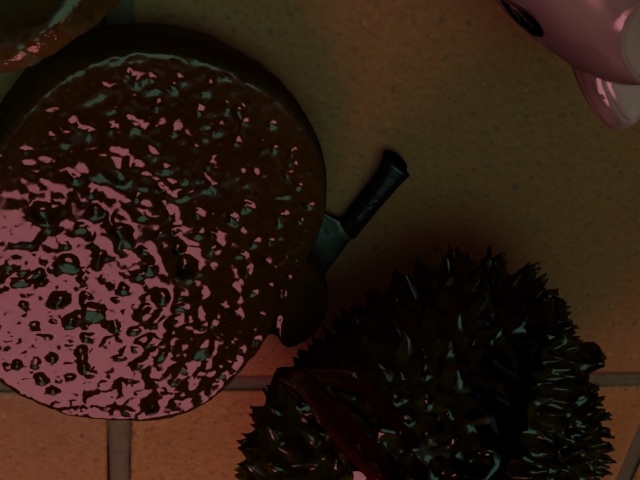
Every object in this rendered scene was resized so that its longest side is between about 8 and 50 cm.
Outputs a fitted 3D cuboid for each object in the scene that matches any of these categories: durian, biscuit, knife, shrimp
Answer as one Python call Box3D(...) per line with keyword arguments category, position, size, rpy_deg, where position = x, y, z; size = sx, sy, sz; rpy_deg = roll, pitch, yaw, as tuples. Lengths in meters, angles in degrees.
Box3D(category="durian", position=(0.099, 0.200, 0.745), size=(0.384, 0.348, 0.348), rpy_deg=(-29, 122, 2))
Box3D(category="biscuit", position=(-0.148, 0.007, 0.728), size=(0.350, 0.070, 0.394), rpy_deg=(24, 114, -26))
Box3D(category="knife", position=(0.000, 0.000, 0.782), size=(0.060, 0.028, 0.230), rpy_deg=(31, 114, -13))
Box3D(category="shrimp", position=(-0.197, -0.221, 0.588), size=(0.236, 0.053, 0.133), rpy_deg=(-34, 85, 2))

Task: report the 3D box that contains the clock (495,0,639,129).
Box3D(category="clock", position=(0.255, -0.293, 0.520), size=(0.368, 0.250, 0.377), rpy_deg=(38, 101, -29))
